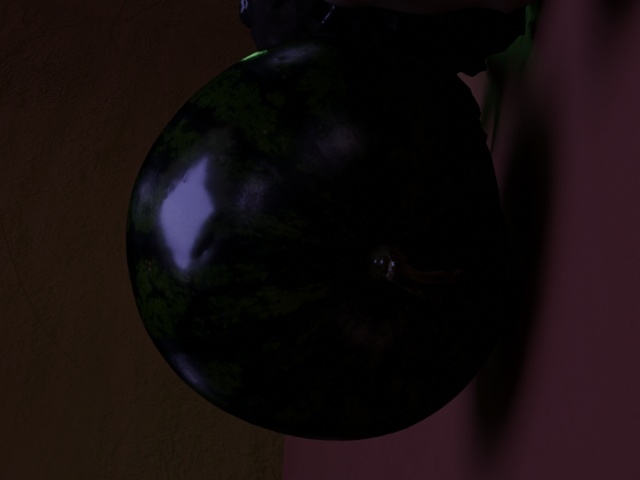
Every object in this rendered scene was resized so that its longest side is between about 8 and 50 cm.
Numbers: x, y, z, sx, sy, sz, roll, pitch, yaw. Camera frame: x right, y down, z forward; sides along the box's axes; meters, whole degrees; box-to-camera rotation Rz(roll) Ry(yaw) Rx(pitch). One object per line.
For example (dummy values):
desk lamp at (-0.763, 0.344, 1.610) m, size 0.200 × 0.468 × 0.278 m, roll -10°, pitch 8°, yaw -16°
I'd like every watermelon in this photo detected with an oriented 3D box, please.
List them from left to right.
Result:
watermelon at (-0.002, -0.001, 1.103) m, size 0.269 × 0.269 × 0.269 m, roll -171°, pitch 90°, yaw -86°

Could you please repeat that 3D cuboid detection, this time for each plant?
plant at (0.047, -0.203, 1.235) m, size 0.312 × 0.213 × 0.215 m, roll 89°, pitch -178°, yaw -47°

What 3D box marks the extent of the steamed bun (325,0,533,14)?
steamed bun at (0.109, -0.212, 0.909) m, size 0.218 × 0.144 × 0.211 m, roll -43°, pitch -17°, yaw -38°
